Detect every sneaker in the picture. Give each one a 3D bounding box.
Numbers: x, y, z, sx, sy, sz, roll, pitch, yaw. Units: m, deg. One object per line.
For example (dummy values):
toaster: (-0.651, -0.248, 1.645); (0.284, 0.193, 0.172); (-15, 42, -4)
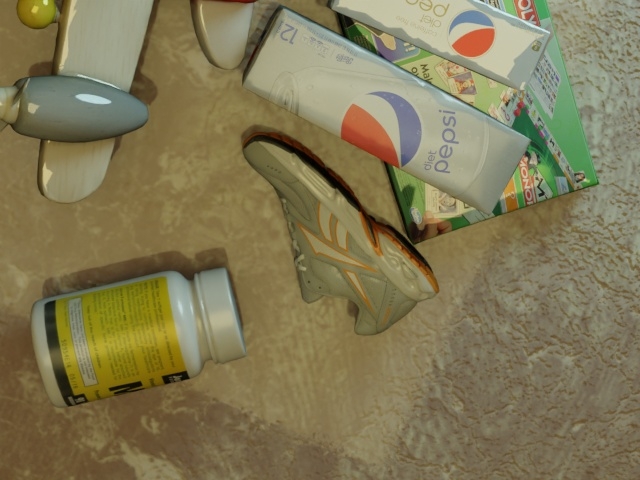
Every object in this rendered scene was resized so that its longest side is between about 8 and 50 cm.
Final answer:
sneaker: (0.000, 0.000, 1.654); (0.262, 0.099, 0.121); (44, 99, -9)

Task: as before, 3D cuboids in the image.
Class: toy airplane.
toy airplane: (-0.213, -0.281, 1.495); (0.384, 0.272, 0.386); (-34, 99, 0)

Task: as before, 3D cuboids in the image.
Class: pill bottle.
pill bottle: (-0.190, 0.098, 1.643); (0.209, 0.119, 0.119); (-13, 101, -1)

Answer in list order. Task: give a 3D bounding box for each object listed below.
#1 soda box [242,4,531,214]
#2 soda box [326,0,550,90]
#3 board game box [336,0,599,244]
soda box: (0.064, -0.134, 1.585); (0.286, 0.098, 0.091); (27, 98, -8)
soda box: (0.118, -0.224, 1.583); (0.216, 0.074, 0.069); (22, 98, -7)
board game box: (0.149, -0.178, 1.655); (0.214, 0.046, 0.317); (-18, 101, -1)
